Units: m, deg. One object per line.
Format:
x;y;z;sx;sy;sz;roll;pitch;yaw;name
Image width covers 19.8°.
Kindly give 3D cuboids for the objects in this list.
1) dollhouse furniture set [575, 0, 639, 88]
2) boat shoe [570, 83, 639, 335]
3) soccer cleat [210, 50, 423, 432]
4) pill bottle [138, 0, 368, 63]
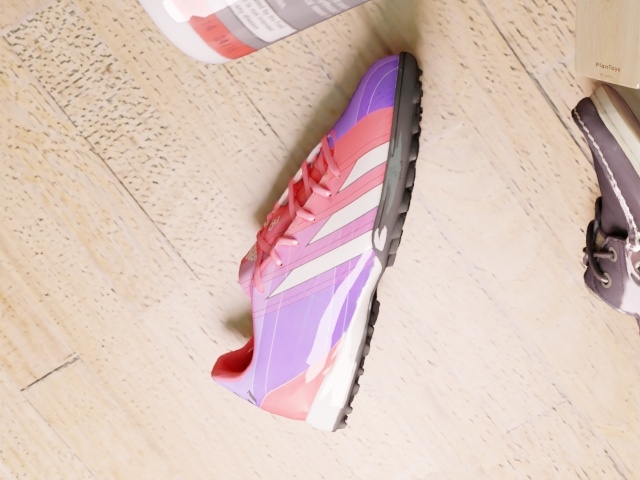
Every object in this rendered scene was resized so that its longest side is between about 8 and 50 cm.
0.265;-0.153;1.199;0.151;0.123;0.144;18;123;36;dollhouse furniture set
0.241;0.018;1.365;0.092;0.103;0.285;-24;118;10;boat shoe
0.000;0.000;1.375;0.116;0.108;0.318;15;119;1;soccer cleat
0.043;-0.272;1.172;0.363;0.210;0.210;-22;113;15;pill bottle
